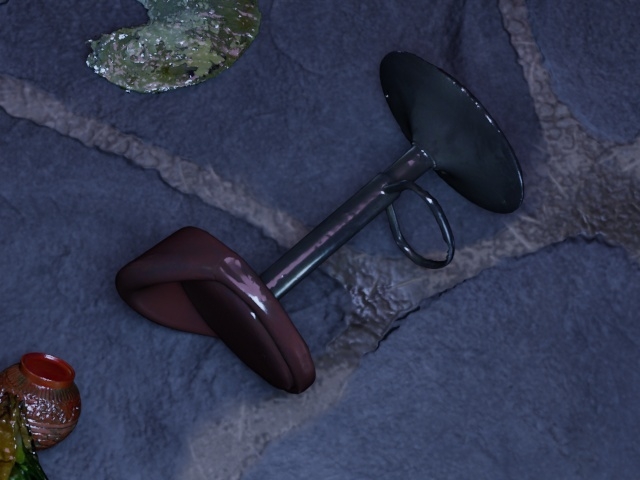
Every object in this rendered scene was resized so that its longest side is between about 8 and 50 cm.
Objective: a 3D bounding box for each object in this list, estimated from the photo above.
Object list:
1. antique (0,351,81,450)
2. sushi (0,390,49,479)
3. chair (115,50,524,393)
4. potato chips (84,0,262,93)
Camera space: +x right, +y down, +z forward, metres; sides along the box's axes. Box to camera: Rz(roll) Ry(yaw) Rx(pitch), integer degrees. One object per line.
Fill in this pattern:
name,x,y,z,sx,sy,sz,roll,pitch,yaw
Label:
antique,-0.301,0.173,1.613,0.104,0.104,0.104,2,70,-6
sushi,-0.295,0.308,1.540,0.140,0.149,0.287,-17,61,27
chair,0.000,0.000,1.646,0.401,0.226,0.226,-39,79,-16
potato chips,-0.178,-0.266,1.822,0.202,0.029,0.220,28,68,1
